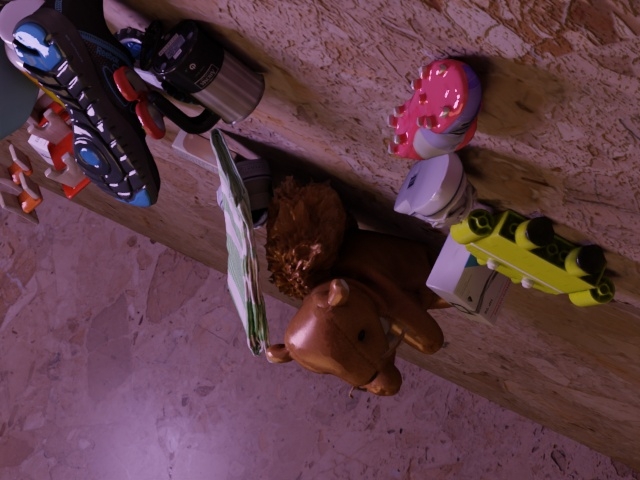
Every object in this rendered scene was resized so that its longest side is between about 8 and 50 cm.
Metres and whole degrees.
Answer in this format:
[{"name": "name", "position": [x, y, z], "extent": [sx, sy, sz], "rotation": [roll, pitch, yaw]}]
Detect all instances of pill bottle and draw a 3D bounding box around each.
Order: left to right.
[{"name": "pill bottle", "position": [-0.401, -0.286, 1.820], "extent": [0.117, 0.117, 0.215], "rotation": [22, 168, 23]}]

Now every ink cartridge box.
[{"name": "ink cartridge box", "position": [-0.559, -0.226, 2.542], "extent": [0.061, 0.104, 0.181], "rotation": [25, 169, 9]}, {"name": "ink cartridge box", "position": [0.260, 0.070, 1.972], "extent": [0.060, 0.104, 0.180], "rotation": [16, 165, 43]}]

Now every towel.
[{"name": "towel", "position": [-0.143, 0.005, 2.036], "extent": [0.248, 0.038, 0.325], "rotation": [-116, 16, -56]}]

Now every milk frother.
[{"name": "milk frother", "position": [-0.170, -0.234, 1.623], "extent": [0.135, 0.129, 0.143], "rotation": [36, -151, -39]}]

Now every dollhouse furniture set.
[{"name": "dollhouse furniture set", "position": [-0.470, -0.187, 2.194], "extent": [0.135, 0.262, 0.259], "rotation": [37, -161, -52]}]

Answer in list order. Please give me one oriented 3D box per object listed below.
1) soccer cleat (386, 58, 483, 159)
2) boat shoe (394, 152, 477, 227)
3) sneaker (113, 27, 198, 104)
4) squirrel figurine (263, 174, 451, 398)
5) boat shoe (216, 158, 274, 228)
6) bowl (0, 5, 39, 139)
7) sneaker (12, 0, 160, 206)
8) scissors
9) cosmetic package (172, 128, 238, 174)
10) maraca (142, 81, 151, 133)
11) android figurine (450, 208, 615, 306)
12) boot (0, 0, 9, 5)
[{"name": "soccer cleat", "position": [0.144, -0.144, 1.331], "extent": [0.095, 0.083, 0.248], "rotation": [-1, 170, -13]}, {"name": "boat shoe", "position": [0.166, -0.060, 1.603], "extent": [0.088, 0.096, 0.267], "rotation": [24, 171, -5]}, {"name": "sneaker", "position": [-0.216, -0.246, 1.733], "extent": [0.190, 0.071, 0.083], "rotation": [32, 179, 22]}, {"name": "squirrel figurine", "position": [0.018, 0.092, 2.021], "extent": [0.397, 0.281, 0.370], "rotation": [51, -155, 8]}, {"name": "boat shoe", "position": [-0.134, -0.067, 2.200], "extent": [0.109, 0.094, 0.302], "rotation": [-8, 169, -5]}, {"name": "bowl", "position": [-0.565, -0.279, 1.913], "extent": [0.163, 0.311, 0.311], "rotation": [-17, -156, -41]}, {"name": "sneaker", "position": [-0.292, -0.196, 1.669], "extent": [0.125, 0.140, 0.341], "rotation": [7, 136, 31]}, {"name": "scissors", "position": [-0.228, -0.199, 1.687], "extent": [0.109, 0.021, 0.297], "rotation": [58, -170, -4]}, {"name": "cosmetic package", "position": [-0.210, -0.159, 2.184], "extent": [0.115, 0.041, 0.060], "rotation": [26, 169, 4]}, {"name": "maraca", "position": [-0.341, -0.238, 1.971], "extent": [0.185, 0.099, 0.127], "rotation": [39, -163, 15]}, {"name": "android figurine", "position": [0.311, 0.025, 1.767], "extent": [0.248, 0.056, 0.273], "rotation": [28, 168, -8]}, {"name": "boot", "position": [-0.454, -0.400, 1.586], "extent": [0.106, 0.082, 0.219], "rotation": [-4, 151, 27]}]
